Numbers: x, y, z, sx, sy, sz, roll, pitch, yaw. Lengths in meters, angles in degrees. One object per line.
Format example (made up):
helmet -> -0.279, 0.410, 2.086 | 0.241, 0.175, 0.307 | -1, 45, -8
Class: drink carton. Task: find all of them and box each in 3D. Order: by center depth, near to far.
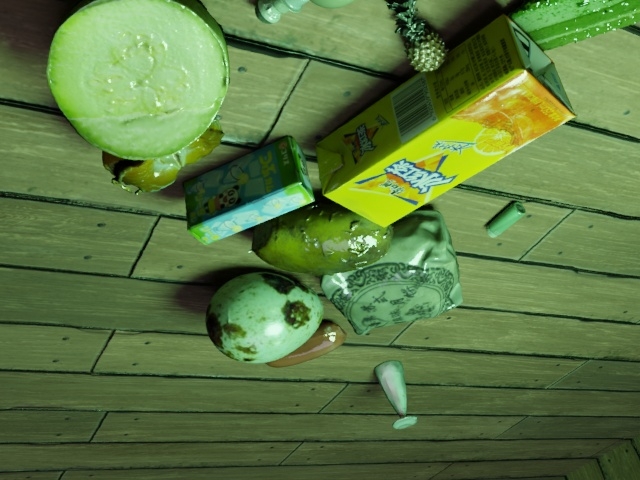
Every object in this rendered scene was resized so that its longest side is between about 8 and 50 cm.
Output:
drink carton -> 0.172, -0.158, 1.149 | 0.351, 0.111, 0.154 | -32, 141, 32

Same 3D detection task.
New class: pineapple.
pineapple -> 0.122, -0.281, 1.039 | 0.058, 0.058, 0.124 | -25, 131, 18

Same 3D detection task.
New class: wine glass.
wine glass -> 0.187, 0.376, 1.923 | 0.073, 0.155, 0.073 | -11, 143, -8

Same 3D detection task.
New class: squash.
squash -> -0.204, -0.187, 0.909 | 0.220, 0.133, 0.220 | -7, 116, -14

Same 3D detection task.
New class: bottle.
bottle -> 0.348, -0.038, 1.479 | 0.030, 0.030, 0.083 | 11, 140, -32

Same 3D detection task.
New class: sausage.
sausage -> -0.037, 0.228, 1.702 | 0.194, 0.077, 0.077 | -21, 146, 11

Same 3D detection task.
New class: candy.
candy -> -0.113, -0.075, 1.207 | 0.194, 0.097, 0.062 | -22, 144, 13

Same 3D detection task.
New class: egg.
egg -> -0.102, 0.142, 1.469 | 0.231, 0.169, 0.169 | -5, 147, -28

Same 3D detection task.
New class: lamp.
lamp -> -0.017, -0.302, 0.929 | 0.163, 0.091, 0.091 | -22, 148, 38

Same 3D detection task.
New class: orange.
orange -> -0.220, -0.139, 1.064 | 0.160, 0.112, 0.170 | -42, 176, 35

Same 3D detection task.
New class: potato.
potato -> 0.000, 0.000, 1.331 | 0.251, 0.113, 0.149 | -9, 151, 3

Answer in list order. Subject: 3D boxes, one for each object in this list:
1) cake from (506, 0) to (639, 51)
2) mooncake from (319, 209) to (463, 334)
cake -> 0.359, -0.308, 1.027 | 0.235, 0.099, 0.100 | -31, 141, 27
mooncake -> 0.140, 0.073, 1.479 | 0.250, 0.136, 0.254 | -17, 146, 13
